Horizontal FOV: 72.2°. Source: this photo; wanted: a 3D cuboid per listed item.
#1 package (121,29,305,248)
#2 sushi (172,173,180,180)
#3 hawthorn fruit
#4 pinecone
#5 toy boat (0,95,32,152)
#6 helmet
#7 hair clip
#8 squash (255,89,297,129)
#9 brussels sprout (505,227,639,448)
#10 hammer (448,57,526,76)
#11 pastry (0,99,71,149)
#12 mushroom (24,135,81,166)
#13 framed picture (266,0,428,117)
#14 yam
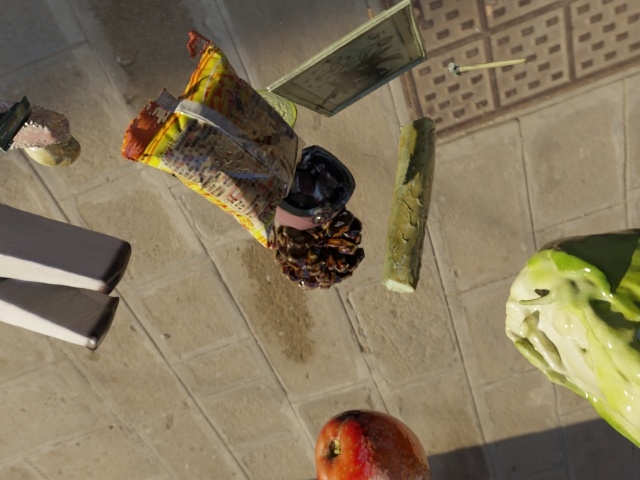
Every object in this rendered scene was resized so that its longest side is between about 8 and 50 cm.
[{"bbox_3d":[-0.124,-0.143,0.671,0.109,0.223,0.288,-1,151,39],"label":"package"},{"bbox_3d":[-0.374,-0.220,1.535,0.134,0.273,0.109,25,86,-56],"label":"sushi"},{"bbox_3d":[0.075,0.335,0.656,0.173,0.172,0.172,-2,116,-4],"label":"hawthorn fruit"},{"bbox_3d":[0.000,0.000,1.829,0.399,0.397,0.397,-2,116,-4],"label":"pinecone"},{"bbox_3d":[-0.684,-0.262,0.965,0.060,0.055,0.141,37,65,-37],"label":"toy boat"},{"bbox_3d":[-0.060,-0.149,1.420,0.271,0.338,0.197,49,146,14],"label":"helmet"},{"bbox_3d":[-0.359,0.005,0.414,0.331,0.085,0.101,20,130,-16],"label":"hair clip"},{"bbox_3d":[-0.211,-0.441,1.585,0.253,0.251,0.048,-2,149,-4],"label":"squash"},{"bbox_3d":[0.468,0.138,0.615,0.315,0.371,0.275,-31,134,-24],"label":"brussels sprout"},{"bbox_3d":[0.419,-0.440,1.106,0.182,0.062,0.017,1,90,22],"label":"hammer"},{"bbox_3d":[-0.758,-0.278,1.055,0.266,0.112,0.102,6,134,-11],"label":"pastry"},{"bbox_3d":[-0.729,-0.262,1.191,0.112,0.148,0.148,-43,112,8],"label":"mushroom"},{"bbox_3d":[0.047,-0.213,0.550,0.173,0.231,0.010,-26,90,21],"label":"framed picture"},{"bbox_3d":[0.180,-0.082,0.867,0.083,0.371,0.083,9,159,3],"label":"yam"}]
